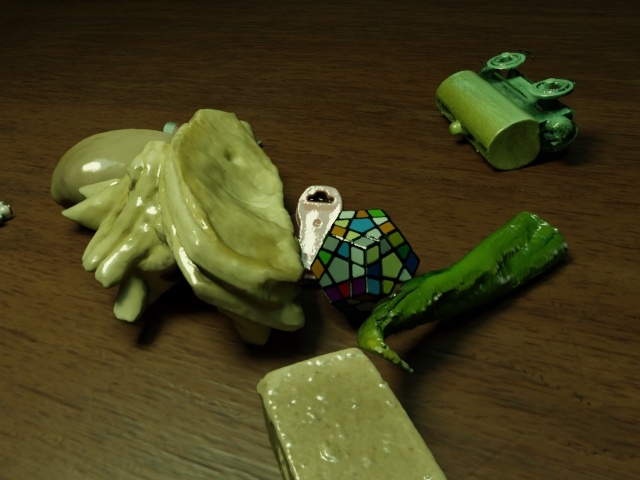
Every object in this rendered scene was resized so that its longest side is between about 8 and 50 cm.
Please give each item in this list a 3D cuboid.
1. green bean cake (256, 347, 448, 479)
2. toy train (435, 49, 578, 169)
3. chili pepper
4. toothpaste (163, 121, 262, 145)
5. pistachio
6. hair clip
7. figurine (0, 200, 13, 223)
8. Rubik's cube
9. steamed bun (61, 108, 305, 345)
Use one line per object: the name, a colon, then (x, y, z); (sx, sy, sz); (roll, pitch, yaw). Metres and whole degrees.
green bean cake: (0.023, 0.182, 0.458); (0.109, 0.085, 0.179); (-15, 36, -17)
toy train: (0.318, -0.242, 0.972); (0.189, 0.127, 0.308); (-10, 36, -5)
chili pepper: (0.163, 0.051, 0.613); (0.359, 0.076, 0.085); (-25, 62, -38)
toothpaste: (-0.216, -0.199, 1.080); (0.205, 0.036, 0.056); (15, 38, 21)
pistachio: (-0.307, -0.101, 0.871); (0.223, 0.152, 0.126); (-17, -7, -26)
hair clip: (0.002, 0.005, 0.760); (0.123, 0.102, 0.138); (-1, 68, 10)
figurine: (-0.551, -0.029, 0.886); (0.060, 0.047, 0.106); (45, 42, 5)
Rubik's cube: (0.051, 0.027, 0.649); (0.132, 0.112, 0.133); (-3, 37, 2)
steamed bun: (-0.181, -0.029, 0.717); (0.247, 0.189, 0.428); (24, 27, -35)
